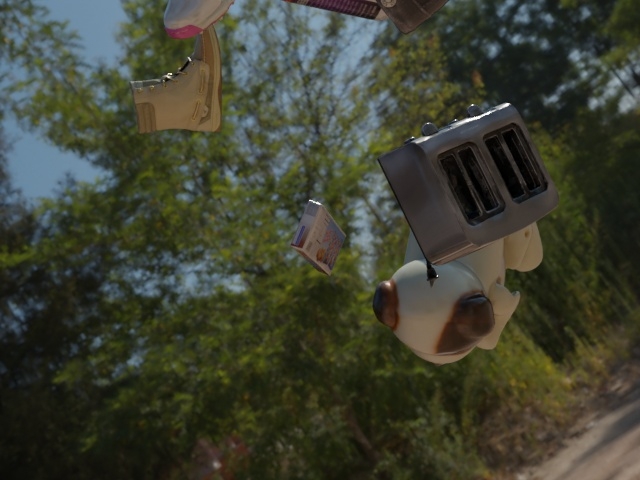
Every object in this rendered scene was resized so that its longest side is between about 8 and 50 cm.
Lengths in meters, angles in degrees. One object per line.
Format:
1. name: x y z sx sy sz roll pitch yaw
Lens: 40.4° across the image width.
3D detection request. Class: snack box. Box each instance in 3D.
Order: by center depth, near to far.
1. snack box: 0.000 0.000 1.167 0.178 0.022 0.064 48 -117 -73

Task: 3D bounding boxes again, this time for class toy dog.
1. toy dog: 0.271 0.060 1.702 0.396 0.284 0.408 89 -158 -45

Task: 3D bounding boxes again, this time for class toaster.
1. toaster: 0.186 -0.065 1.090 0.168 0.186 0.110 -24 -3 -27

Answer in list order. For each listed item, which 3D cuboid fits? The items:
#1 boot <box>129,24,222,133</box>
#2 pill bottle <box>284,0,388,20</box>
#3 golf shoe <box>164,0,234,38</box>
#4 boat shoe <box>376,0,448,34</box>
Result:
1. boot: -0.327 -0.368 1.953 0.203 0.262 0.095 -4 26 -12
2. pill bottle: 0.042 -0.326 1.046 0.193 0.108 0.108 9 -23 -13
3. golf shoe: -0.180 -0.460 1.384 0.140 0.115 0.306 53 -126 -48
4. boat shoe: -0.015 -0.274 0.603 0.102 0.301 0.108 -41 10 23
